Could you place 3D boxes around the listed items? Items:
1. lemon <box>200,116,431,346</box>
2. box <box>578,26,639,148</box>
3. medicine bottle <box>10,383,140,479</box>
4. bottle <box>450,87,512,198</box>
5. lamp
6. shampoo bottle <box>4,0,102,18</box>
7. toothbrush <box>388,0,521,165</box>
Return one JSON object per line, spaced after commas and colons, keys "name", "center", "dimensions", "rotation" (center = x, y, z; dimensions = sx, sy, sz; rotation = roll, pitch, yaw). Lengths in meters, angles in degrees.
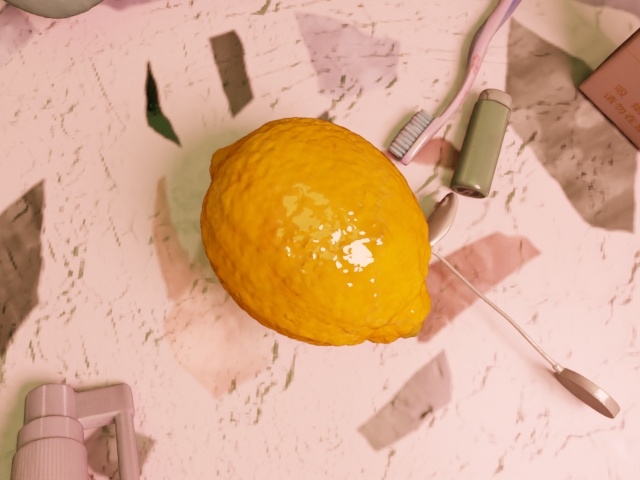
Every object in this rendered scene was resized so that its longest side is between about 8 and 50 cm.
{"name": "lemon", "center": [0.000, 0.000, 0.434], "dimensions": [0.187, 0.142, 0.142], "rotation": [43, 83, -3]}
{"name": "box", "center": [0.280, -0.110, 0.426], "dimensions": [0.058, 0.201, 0.141], "rotation": [-42, 87, -10]}
{"name": "medicine bottle", "center": [-0.151, 0.186, 0.396], "dimensions": [0.092, 0.061, 0.220], "rotation": [-9, 46, -14]}
{"name": "bottle", "center": [0.126, -0.076, 0.502], "dimensions": [0.030, 0.030, 0.083], "rotation": [18, 82, 0]}
{"name": "lamp", "center": [0.149, 0.050, 0.477], "dimensions": [0.198, 0.050, 0.056], "rotation": [43, 82, 4]}
{"name": "shampoo bottle", "center": [-0.110, -0.296, 0.462], "dimensions": [0.349, 0.151, 0.222], "rotation": [-35, 87, -5]}
{"name": "toothbrush", "center": [0.140, -0.169, 0.519], "dimensions": [0.027, 0.021, 0.269], "rotation": [37, 83, -3]}
